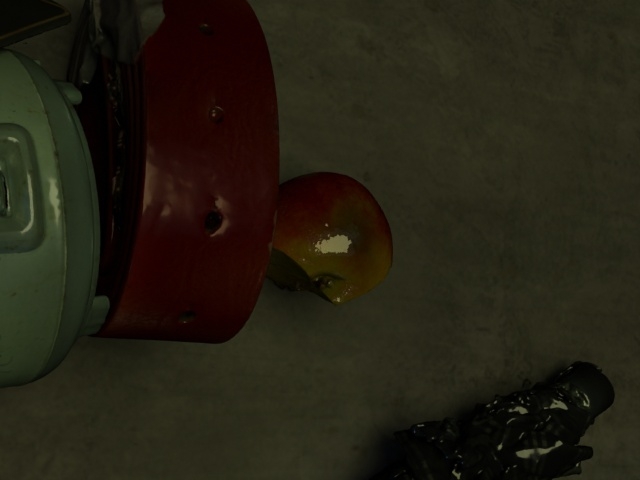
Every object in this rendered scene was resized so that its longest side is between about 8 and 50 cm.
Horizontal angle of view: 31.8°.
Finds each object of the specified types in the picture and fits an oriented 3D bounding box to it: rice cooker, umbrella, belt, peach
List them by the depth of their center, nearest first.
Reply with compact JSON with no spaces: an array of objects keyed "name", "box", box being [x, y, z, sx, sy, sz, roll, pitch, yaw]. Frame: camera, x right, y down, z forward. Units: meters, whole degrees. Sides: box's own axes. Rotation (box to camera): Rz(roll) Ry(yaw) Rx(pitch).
[{"name":"rice cooker","box":[-0.311,-0.010,0.751,0.316,0.264,0.317,4,82,-33]},{"name":"belt","box":[-0.131,-0.075,0.888,0.115,0.227,0.324,8,59,-29]},{"name":"peach","box":[0.005,-0.005,1.012,0.151,0.151,0.118,24,83,-24]},{"name":"umbrella","box":[0.178,0.225,1.075,0.336,0.128,0.154,-13,86,-34]}]

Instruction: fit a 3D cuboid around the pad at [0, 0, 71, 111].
[{"name":"pad","box":[-0.304,-0.162,0.696,0.315,0.063,0.375,22,27,9]}]
